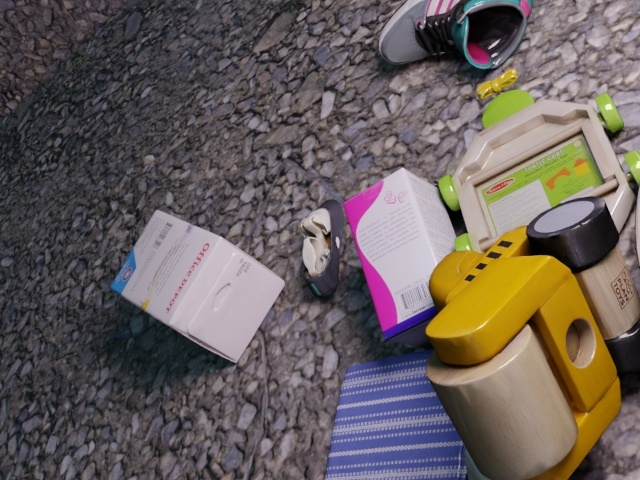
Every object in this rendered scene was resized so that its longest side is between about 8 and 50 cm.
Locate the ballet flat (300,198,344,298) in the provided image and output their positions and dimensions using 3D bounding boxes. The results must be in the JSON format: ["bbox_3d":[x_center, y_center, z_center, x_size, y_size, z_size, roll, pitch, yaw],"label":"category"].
[{"bbox_3d":[0.000,0.000,1.492,0.074,0.074,0.203,-24,47,32],"label":"ballet flat"}]

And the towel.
[{"bbox_3d":[0.103,0.308,1.192,0.243,0.040,0.335,-17,49,39],"label":"towel"}]

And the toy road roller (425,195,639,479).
[{"bbox_3d":[0.213,0.111,1.029,0.241,0.202,0.329,-8,26,50],"label":"toy road roller"}]

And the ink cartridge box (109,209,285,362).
[{"bbox_3d":[-0.217,0.077,1.572,0.233,0.168,0.171,22,79,51],"label":"ink cartridge box"}]

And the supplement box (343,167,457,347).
[{"bbox_3d":[0.130,0.026,1.265,0.111,0.114,0.220,-30,62,27],"label":"supplement box"}]

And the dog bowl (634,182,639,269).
[{"bbox_3d":[0.497,-0.076,0.875,0.408,0.151,0.407,-161,90,-77],"label":"dog bowl"}]

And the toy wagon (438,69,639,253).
[{"bbox_3d":[0.299,-0.105,1.259,0.267,0.068,0.344,-27,45,20],"label":"toy wagon"}]

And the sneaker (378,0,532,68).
[{"bbox_3d":[0.225,-0.342,1.490,0.296,0.124,0.178,-26,36,28],"label":"sneaker"}]

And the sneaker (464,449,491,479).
[{"bbox_3d":[0.282,0.310,0.954,0.148,0.131,0.350,-23,25,-12],"label":"sneaker"}]

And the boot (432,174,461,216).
[{"bbox_3d":[0.180,-0.036,1.362,0.099,0.045,0.121,-29,46,19],"label":"boot"}]
